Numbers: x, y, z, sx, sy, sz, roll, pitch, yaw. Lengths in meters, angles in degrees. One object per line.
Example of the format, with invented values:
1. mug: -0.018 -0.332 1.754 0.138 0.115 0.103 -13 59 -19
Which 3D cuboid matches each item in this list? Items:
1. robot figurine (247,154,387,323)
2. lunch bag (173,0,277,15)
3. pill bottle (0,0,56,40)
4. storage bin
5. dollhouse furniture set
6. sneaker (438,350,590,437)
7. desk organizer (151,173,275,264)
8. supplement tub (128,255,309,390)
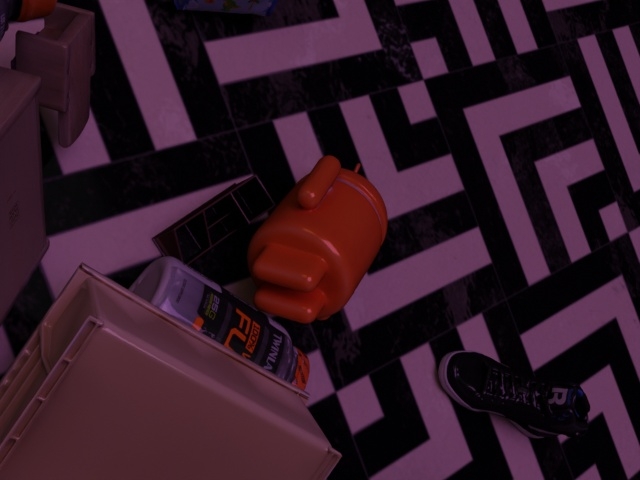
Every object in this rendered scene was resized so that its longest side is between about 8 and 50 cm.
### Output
1. robot figurine: -0.001 0.001 0.967 0.158 0.128 0.219 54 39 -16
2. lunch bag: -0.115 -0.351 1.013 0.128 0.096 0.151 -3 66 -34
3. pill bottle: -0.327 -0.191 0.643 0.245 0.130 0.131 -22 91 -34
4. storage bin: -0.165 0.207 0.756 0.262 0.123 0.260 34 92 -25
5. dollhouse furniture set: -0.395 -0.090 0.760 0.303 0.198 0.286 15 42 0
6. sneaker: 0.268 0.194 1.125 0.216 0.121 0.079 29 62 -27
7. desk organizer: -0.115 -0.021 0.949 0.130 0.050 0.047 -38 101 -36
8. supplement tub: -0.110 0.109 0.878 0.190 0.117 0.117 34 61 -24
